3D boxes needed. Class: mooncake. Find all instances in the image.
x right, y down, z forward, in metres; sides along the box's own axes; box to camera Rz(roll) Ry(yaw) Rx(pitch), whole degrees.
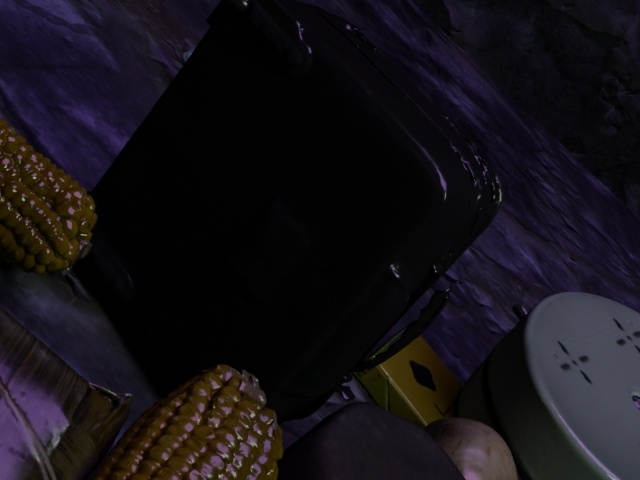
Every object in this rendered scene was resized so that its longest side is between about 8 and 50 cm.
[{"bbox_3d":[0.060,0.300,0.986,0.306,0.154,0.306,37,27,-23],"label":"mooncake"}]

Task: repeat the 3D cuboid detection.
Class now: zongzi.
[{"bbox_3d":[-0.280,0.122,0.759,0.247,0.111,0.241,41,31,-4],"label":"zongzi"}]

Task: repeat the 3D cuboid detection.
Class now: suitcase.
[{"bbox_3d":[-0.039,-0.021,1.047,0.339,0.345,0.188,49,20,22],"label":"suitcase"}]

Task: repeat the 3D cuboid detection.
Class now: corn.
[{"bbox_3d":[-0.330,-0.086,0.991,0.313,0.102,0.102,41,25,-9],"label":"corn"},{"bbox_3d":[-0.123,0.207,0.792,0.119,0.119,0.322,45,43,-5],"label":"corn"}]

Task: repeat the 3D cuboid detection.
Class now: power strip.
[{"bbox_3d":[0.337,0.228,1.363,0.357,0.161,0.358,22,39,-19],"label":"power strip"}]

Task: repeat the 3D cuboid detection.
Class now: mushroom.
[{"bbox_3d":[0.147,0.274,1.208,0.166,0.127,0.166,31,51,-49],"label":"mushroom"}]

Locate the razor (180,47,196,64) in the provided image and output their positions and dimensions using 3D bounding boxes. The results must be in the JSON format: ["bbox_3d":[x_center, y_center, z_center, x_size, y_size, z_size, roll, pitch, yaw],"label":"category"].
[{"bbox_3d":[-0.096,-0.187,1.589,0.111,0.056,0.278,59,19,19],"label":"razor"}]

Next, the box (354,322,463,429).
[{"bbox_3d":[0.165,0.237,1.385,0.279,0.041,0.153,50,26,6],"label":"box"}]
